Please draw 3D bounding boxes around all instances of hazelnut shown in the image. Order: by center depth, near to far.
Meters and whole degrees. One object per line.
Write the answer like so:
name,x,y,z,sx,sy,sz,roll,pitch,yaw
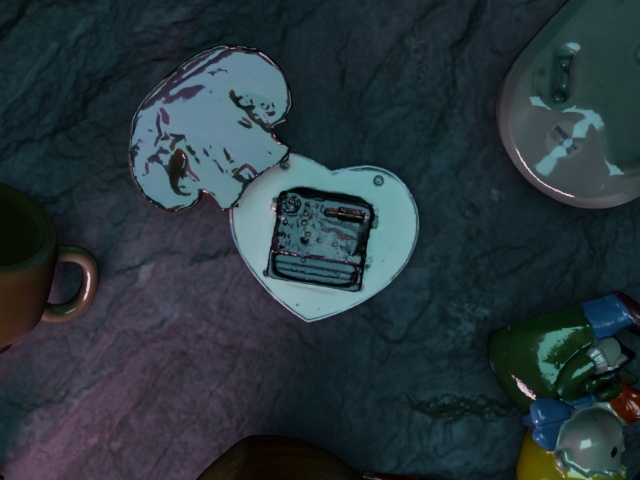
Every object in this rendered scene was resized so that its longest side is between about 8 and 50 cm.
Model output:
hazelnut,-0.038,0.285,1.381,0.186,0.210,0.210,38,90,29

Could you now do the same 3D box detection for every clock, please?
clock,0.000,0.000,1.432,0.198,0.064,0.172,10,88,1

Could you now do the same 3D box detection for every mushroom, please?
mushroom,-0.113,-0.115,1.406,0.188,0.117,0.141,-43,105,2

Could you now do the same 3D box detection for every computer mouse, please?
computer mouse,0.323,-0.178,1.419,0.197,0.095,0.331,45,81,-1

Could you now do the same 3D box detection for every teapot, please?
teapot,-0.356,0.049,1.390,0.267,0.185,0.175,3,125,-26

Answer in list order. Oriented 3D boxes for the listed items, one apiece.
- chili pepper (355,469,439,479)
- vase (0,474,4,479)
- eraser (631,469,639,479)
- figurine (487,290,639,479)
chili pepper,0.096,0.267,1.445,0.178,0.027,0.045,13,85,0
vase,-0.381,0.315,1.431,0.059,0.059,0.167,19,89,1
eraser,0.365,0.236,1.417,0.036,0.082,0.225,40,90,-1
figurine,0.277,0.182,1.405,0.185,0.127,0.234,-17,78,-5
